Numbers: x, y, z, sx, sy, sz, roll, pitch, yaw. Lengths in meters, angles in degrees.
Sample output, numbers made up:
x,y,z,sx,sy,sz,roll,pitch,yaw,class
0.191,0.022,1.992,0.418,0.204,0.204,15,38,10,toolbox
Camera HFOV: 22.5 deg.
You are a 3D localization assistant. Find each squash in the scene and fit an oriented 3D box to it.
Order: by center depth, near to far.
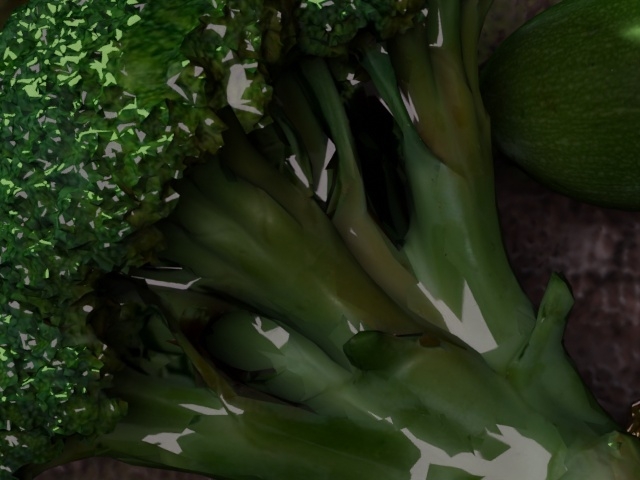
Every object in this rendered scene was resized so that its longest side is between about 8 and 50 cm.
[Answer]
x,y,z,sx,sy,sz,roll,pitch,yaw,class
0.246,-0.075,0.574,0.395,0.107,0.107,-9,81,13,squash

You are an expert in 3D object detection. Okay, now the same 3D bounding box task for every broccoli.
x,y,z,sx,sy,sz,roll,pitch,yaw,class
0.000,0.000,0.557,0.269,0.254,0.269,6,105,22,broccoli

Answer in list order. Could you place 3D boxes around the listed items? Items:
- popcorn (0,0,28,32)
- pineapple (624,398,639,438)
x,y,z,sx,sy,sz,roll,pitch,yaw,class
-0.220,-0.146,0.641,0.293,0.237,0.293,0,93,2,popcorn
0.170,0.147,0.581,0.224,0.076,0.225,-2,82,12,pineapple
